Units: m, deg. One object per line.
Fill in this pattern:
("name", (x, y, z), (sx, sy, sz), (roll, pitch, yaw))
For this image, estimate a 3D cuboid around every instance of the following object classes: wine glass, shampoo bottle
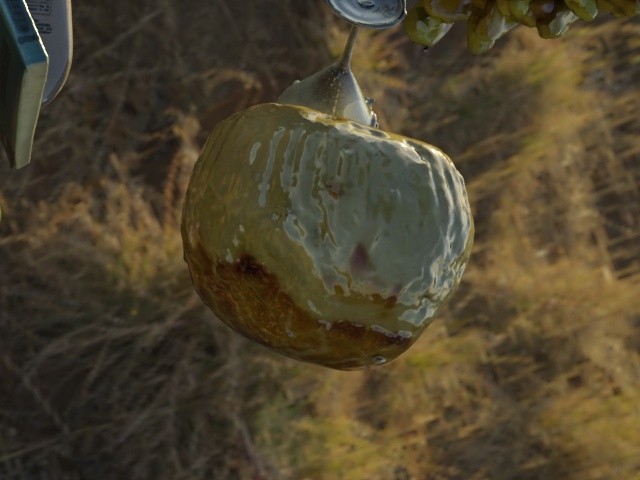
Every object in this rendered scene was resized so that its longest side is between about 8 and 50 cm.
("wine glass", (0.033, -0.247, 2.163), (0.156, 0.232, 0.156), (9, 46, -10))
("shampoo bottle", (-0.331, -0.234, 1.728), (0.127, 0.078, 0.257), (4, 99, -21))

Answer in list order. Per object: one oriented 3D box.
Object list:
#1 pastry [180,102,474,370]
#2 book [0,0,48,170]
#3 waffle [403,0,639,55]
("pastry", (0.000, 0.000, 2.026), (0.388, 0.388, 0.313), (18, 84, -50))
("book", (-0.335, -0.275, 1.464), (0.031, 0.264, 0.379), (-20, 78, -18))
("waffle", (0.107, -0.187, 0.718), (0.070, 0.193, 0.197), (34, 59, -63))
